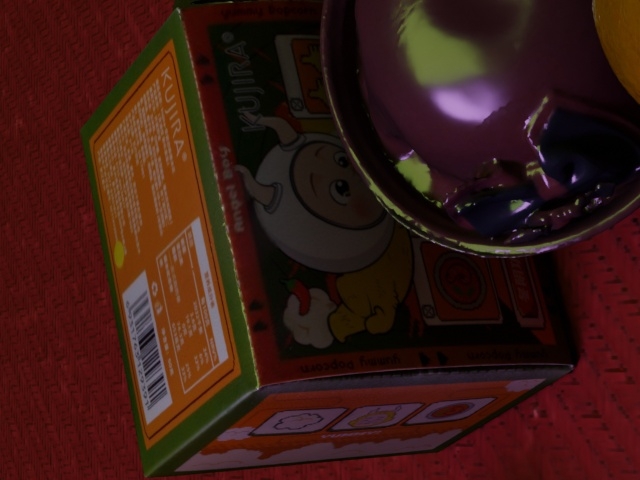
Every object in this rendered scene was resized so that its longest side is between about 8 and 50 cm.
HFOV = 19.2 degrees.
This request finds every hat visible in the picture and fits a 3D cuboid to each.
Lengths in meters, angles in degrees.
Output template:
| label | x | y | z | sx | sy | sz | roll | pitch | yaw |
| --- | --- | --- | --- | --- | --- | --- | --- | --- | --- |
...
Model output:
| label | x | y | z | sx | sy | sz | roll | pitch | yaw |
| --- | --- | --- | --- | --- | --- | --- | --- | --- | --- |
| hat | 0.078 | -0.097 | 0.827 | 0.205 | 0.089 | 0.205 | -6 | 77 | 27 |

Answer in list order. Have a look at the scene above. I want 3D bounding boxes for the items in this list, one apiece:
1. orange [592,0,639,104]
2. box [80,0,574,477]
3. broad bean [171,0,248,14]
| label | x | y | z | sx | sy | sz | roll | pitch | yaw |
| --- | --- | --- | --- | --- | --- | --- | --- | --- | --- |
| orange | 0.164 | -0.106 | 0.690 | 0.156 | 0.124 | 0.156 | -171 | 90 | -76 |
| box | 0.000 | 0.000 | 0.943 | 0.148 | 0.177 | 0.195 | -43 | 54 | 54 |
| broad bean | -0.046 | -0.130 | 1.115 | 0.174 | 0.082 | 0.124 | -25 | 60 | 59 |
